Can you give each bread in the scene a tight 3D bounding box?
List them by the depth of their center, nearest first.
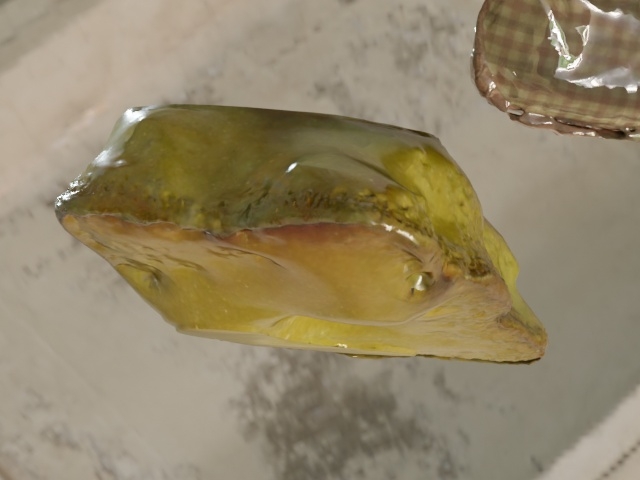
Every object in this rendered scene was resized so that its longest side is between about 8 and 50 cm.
[{"bbox_3d":[0.000,0.000,0.788,0.161,0.233,0.088,-4,-102,16],"label":"bread"}]

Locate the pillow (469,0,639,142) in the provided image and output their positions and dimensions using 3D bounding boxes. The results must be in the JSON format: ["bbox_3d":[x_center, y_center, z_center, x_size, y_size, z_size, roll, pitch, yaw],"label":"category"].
[{"bbox_3d":[0.139,-0.132,0.745,0.135,0.211,0.034,3,-149,-16],"label":"pillow"}]
